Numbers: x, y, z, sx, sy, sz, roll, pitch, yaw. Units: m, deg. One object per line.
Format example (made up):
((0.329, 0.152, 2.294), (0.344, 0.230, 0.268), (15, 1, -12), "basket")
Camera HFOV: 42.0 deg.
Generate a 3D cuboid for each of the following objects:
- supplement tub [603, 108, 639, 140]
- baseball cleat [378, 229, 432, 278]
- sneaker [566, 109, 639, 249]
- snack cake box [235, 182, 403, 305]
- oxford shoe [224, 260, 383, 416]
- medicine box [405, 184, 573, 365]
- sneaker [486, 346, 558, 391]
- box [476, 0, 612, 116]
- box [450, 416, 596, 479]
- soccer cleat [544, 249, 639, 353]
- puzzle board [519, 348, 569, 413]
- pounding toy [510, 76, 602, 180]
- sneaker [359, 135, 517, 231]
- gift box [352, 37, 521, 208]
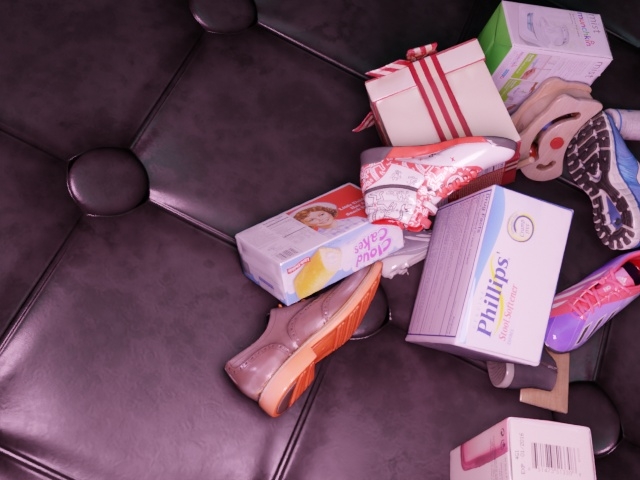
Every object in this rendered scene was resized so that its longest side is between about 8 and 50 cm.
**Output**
((0.697, -0.264, 1.903), (0.107, 0.071, 0.071), (0, 64, -18), "supplement tub")
((0.184, -0.007, 1.613), (0.206, 0.072, 0.109), (-26, 74, -27), "baseball cleat")
((0.643, -0.130, 1.805), (0.147, 0.130, 0.330), (3, 66, -32), "sneaker")
((0.000, 0.000, 1.503), (0.264, 0.089, 0.152), (-26, 33, -26), "snack cake box")
((-0.018, 0.135, 1.452), (0.133, 0.130, 0.363), (33, 51, 17), "oxford shoe")
((0.281, 0.068, 1.439), (0.149, 0.289, 0.263), (16, 82, -9), "medicine box")
((0.371, 0.182, 1.575), (0.118, 0.083, 0.222), (13, 57, -20), "sneaker")
((0.438, -0.359, 1.760), (0.231, 0.262, 0.127), (2, 63, -15), "box")
((0.323, 0.385, 1.364), (0.148, 0.232, 0.127), (10, 61, -13), "box")
((0.549, 0.109, 1.640), (0.318, 0.116, 0.108), (-30, 74, -27), "soccer cleat")
((0.427, 0.258, 1.590), (0.096, 0.011, 0.128), (16, 60, -8), "puzzle board")
((0.468, -0.189, 1.714), (0.154, 0.269, 0.155), (25, 34, -29), "pounding toy")
((0.202, -0.092, 1.420), (0.270, 0.090, 0.145), (-5, 80, 12), "sneaker")
((0.211, -0.217, 1.599), (0.276, 0.255, 0.258), (-18, 71, -1), "gift box")
